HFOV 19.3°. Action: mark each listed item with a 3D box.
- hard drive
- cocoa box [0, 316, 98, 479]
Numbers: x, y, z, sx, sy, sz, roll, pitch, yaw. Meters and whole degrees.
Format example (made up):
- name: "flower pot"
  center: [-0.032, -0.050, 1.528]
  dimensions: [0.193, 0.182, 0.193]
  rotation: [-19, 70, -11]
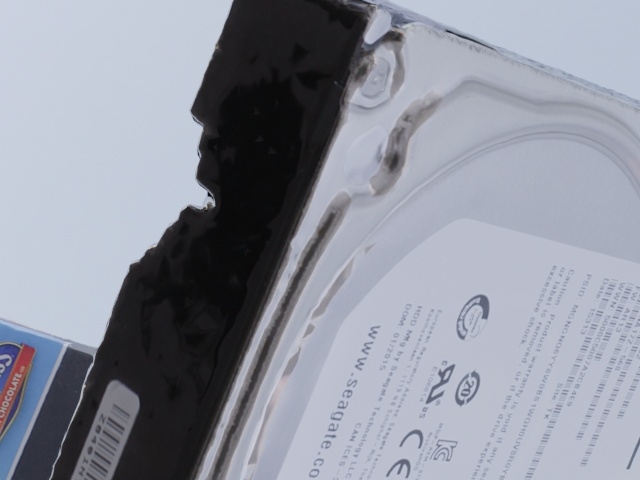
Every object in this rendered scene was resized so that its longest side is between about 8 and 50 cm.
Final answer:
- name: "hard drive"
  center: [0.061, 0.054, 0.677]
  dimensions: [0.064, 0.339, 0.237]
  rotation: [29, -80, 38]
- name: "cocoa box"
  center: [-0.203, 0.233, 0.949]
  dimensions: [0.228, 0.231, 0.347]
  rotation: [18, -119, 2]
